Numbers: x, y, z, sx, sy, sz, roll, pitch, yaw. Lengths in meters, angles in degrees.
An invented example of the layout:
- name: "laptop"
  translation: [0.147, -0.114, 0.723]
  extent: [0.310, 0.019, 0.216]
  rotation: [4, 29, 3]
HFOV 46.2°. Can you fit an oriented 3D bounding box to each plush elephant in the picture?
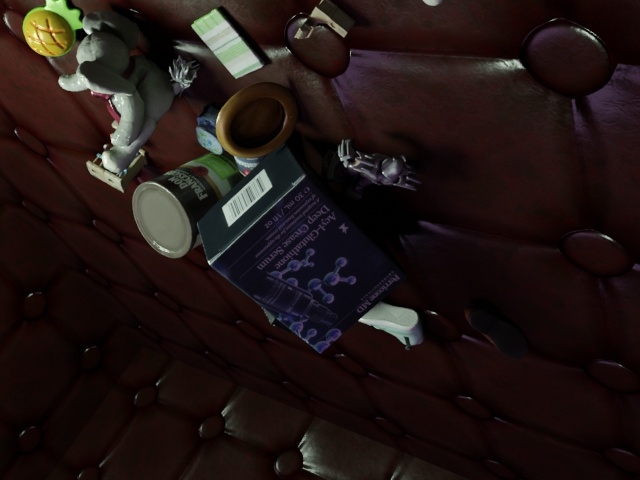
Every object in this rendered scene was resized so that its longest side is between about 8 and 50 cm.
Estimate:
- name: "plush elephant"
  translation: [-0.479, -0.369, 1.746]
  extent: [0.255, 0.272, 0.330]
  rotation: [33, 128, -31]

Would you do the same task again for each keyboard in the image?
- name: "keyboard"
  translation: [-0.135, 0.146, 1.817]
  extent: [0.108, 0.023, 0.180]
  rotation: [41, -170, -44]

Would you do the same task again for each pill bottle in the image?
- name: "pill bottle"
  translation: [-0.155, -0.211, 1.816]
  extent: [0.107, 0.108, 0.180]
  rotation: [22, 152, 21]

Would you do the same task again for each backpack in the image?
- name: "backpack"
  translation: [-0.248, -0.265, 1.854]
  extent: [0.114, 0.084, 0.105]
  rotation: [25, 155, 10]

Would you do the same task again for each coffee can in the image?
- name: "coffee can"
  translation: [-0.309, -0.104, 1.915]
  extent: [0.201, 0.275, 0.202]
  rotation: [19, 125, 29]

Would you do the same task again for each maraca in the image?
- name: "maraca"
  translation: [-0.661, -0.529, 1.857]
  extent: [0.127, 0.099, 0.185]
  rotation: [36, 131, -28]

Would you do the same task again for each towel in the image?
- name: "towel"
  translation: [-0.195, -0.422, 1.602]
  extent: [0.113, 0.023, 0.152]
  rotation: [-8, 131, 50]

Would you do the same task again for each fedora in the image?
- name: "fedora"
  translation: [-0.147, -0.278, 1.668]
  extent: [0.194, 0.194, 0.079]
  rotation: [60, 180, -43]

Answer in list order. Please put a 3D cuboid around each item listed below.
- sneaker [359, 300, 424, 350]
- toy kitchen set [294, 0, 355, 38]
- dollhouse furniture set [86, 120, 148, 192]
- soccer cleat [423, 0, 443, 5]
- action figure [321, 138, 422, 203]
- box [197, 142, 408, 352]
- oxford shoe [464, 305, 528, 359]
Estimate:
- name: "sneaker"
  translation: [0.189, 0.244, 2.228]
  extent: [0.255, 0.094, 0.151]
  rotation: [18, 153, 31]
- name: "toy kitchen set"
  translation: [0.004, -0.384, 1.382]
  extent: [0.075, 0.068, 0.083]
  rotation: [36, 154, -7]
- name: "dollhouse furniture set"
  translation: [-0.608, -0.263, 2.208]
  extent: [0.128, 0.129, 0.184]
  rotation: [28, 155, 11]
- name: "soccer cleat"
  translation: [0.152, -0.429, 1.129]
  extent: [0.068, 0.076, 0.196]
  rotation: [20, 151, 25]
- name: "action figure"
  translation: [0.101, -0.154, 1.611]
  extent: [0.185, 0.099, 0.285]
  rotation: [29, 166, -23]
- name: "box"
  translation: [-0.043, 0.021, 1.771]
  extent: [0.395, 0.293, 0.212]
  rotation: [42, -170, -32]
- name: "oxford shoe"
  translation: [0.459, 0.233, 1.957]
  extent: [0.212, 0.076, 0.076]
  rotation: [40, -177, -18]
